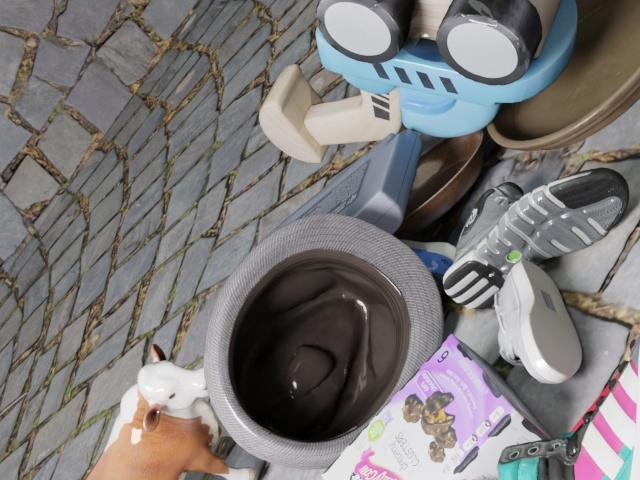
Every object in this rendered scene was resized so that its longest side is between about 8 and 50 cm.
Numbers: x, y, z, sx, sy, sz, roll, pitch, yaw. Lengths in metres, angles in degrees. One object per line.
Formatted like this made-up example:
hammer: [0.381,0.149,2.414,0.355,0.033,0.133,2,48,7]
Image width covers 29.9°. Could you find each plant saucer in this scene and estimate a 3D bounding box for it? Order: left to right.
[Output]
plant saucer: [0.130,-0.060,1.465,0.198,0.036,0.198,-38,15,12]
plant saucer: [0.309,-0.208,1.394,0.278,0.041,0.278,-40,25,23]

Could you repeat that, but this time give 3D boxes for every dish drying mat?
dish drying mat: [0.248,0.144,1.032,0.083,0.008,0.032,-50,24,-1]

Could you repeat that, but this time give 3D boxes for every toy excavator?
toy excavator: [0.100,-0.220,1.498,0.432,0.445,0.222,15,59,19]

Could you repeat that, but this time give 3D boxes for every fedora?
fedora: [-0.001,0.120,1.309,0.124,0.243,0.275,107,-173,-72]

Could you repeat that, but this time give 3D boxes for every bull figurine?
bull figurine: [-0.181,0.257,1.367,0.310,0.188,0.101,-53,31,21]

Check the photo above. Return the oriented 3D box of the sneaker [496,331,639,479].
sneaker: [0.226,0.143,0.904,0.178,0.123,0.296,-22,44,53]

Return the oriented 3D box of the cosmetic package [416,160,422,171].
cosmetic package: [0.085,-0.073,1.593,0.115,0.041,0.060,-48,23,6]

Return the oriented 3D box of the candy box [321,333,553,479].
candy box: [0.106,0.208,1.114,0.196,0.070,0.165,-48,24,5]

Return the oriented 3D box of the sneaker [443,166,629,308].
sneaker: [0.218,-0.034,1.251,0.228,0.086,0.132,-36,25,33]

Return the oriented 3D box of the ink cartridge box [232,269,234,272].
ink cartridge box: [-0.052,0.047,1.660,0.223,0.045,0.224,-31,30,38]

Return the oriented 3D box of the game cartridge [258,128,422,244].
game cartridge: [0.000,0.000,1.465,0.297,0.062,0.198,-38,22,32]

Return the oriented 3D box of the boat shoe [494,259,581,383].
boat shoe: [0.197,0.086,1.142,0.063,0.066,0.184,-52,22,24]

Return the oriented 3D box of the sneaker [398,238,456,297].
sneaker: [0.094,0.046,1.383,0.152,0.058,0.085,1,46,53]
